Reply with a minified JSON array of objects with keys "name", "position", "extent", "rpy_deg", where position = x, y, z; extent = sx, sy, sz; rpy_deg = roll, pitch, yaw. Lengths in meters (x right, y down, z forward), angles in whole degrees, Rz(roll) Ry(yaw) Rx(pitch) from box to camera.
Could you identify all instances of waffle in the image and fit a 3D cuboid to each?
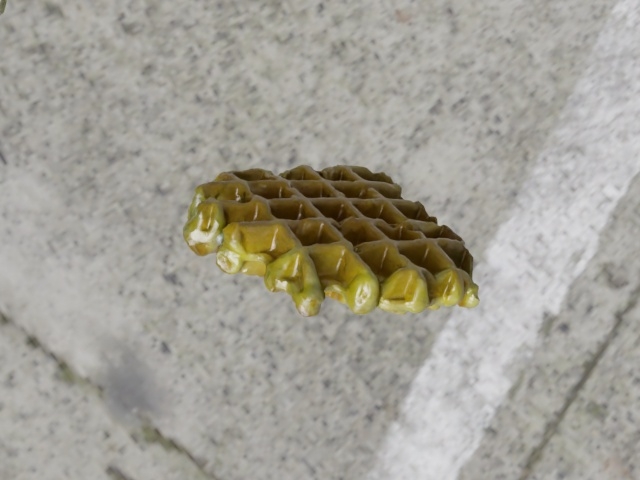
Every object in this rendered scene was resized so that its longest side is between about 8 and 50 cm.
[{"name":"waffle","position":[0.000,0.001,1.190],"extent":[0.229,0.219,0.057],"rpy_deg":[45,128,53]}]

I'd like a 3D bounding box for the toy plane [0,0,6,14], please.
[{"name":"toy plane","position":[-0.383,-0.303,1.336],"extent":[0.229,0.092,0.244],"rpy_deg":[24,109,0]}]
